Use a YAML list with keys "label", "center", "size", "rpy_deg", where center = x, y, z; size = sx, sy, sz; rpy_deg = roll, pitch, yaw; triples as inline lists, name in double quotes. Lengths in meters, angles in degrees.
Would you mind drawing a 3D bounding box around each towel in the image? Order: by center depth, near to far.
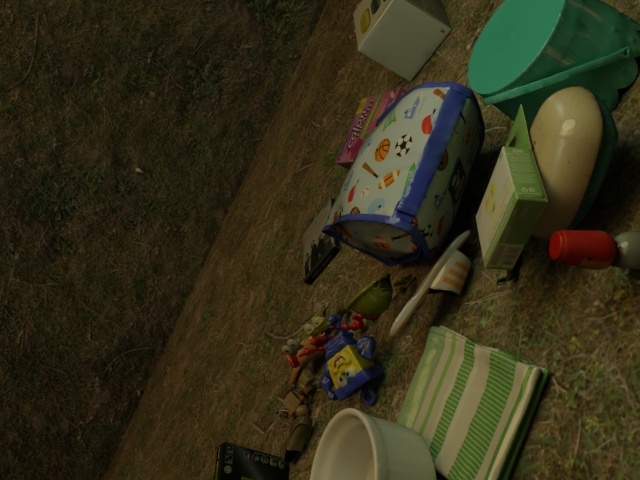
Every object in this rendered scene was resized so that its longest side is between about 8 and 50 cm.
- label: "towel"
  center: [0.247, 0.293, 1.140]
  size: [0.247, 0.038, 0.325]
  rpy_deg: [-68, 21, -4]

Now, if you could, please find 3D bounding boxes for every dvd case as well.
- label: "dvd case"
  center: [0.000, 0.000, 2.037]
  size: [0.179, 0.030, 0.238]
  rpy_deg: [-51, 25, 33]

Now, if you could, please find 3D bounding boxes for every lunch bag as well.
- label: "lunch bag"
  center: [0.189, -0.131, 1.381]
  size: [0.385, 0.239, 0.327]
  rpy_deg: [136, 159, -78]

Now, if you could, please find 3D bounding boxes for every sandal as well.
- label: "sandal"
  center: [0.239, 0.101, 1.301]
  size: [0.265, 0.076, 0.102]
  rpy_deg: [-54, -9, -1]

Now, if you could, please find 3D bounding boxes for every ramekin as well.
- label: "ramekin"
  center: [0.091, 0.453, 1.161]
  size: [0.277, 0.135, 0.277]
  rpy_deg: [-164, 90, -70]

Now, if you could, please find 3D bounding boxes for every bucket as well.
- label: "bucket"
  center: [0.420, -0.336, 1.190]
  size: [0.281, 0.183, 0.281]
  rpy_deg: [-50, 26, 36]

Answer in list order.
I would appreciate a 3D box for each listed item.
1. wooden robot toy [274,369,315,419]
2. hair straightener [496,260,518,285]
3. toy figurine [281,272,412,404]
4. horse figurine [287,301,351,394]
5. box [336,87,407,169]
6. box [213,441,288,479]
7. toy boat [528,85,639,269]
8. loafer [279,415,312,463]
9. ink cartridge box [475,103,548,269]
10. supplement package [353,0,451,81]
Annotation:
- label: "wooden robot toy"
  center: [-0.048, 0.427, 1.686]
  size: [0.079, 0.076, 0.173]
  rpy_deg: [43, 112, 30]
- label: "hair straightener"
  center: [0.341, -0.028, 1.181]
  size: [0.047, 0.089, 0.230]
  rpy_deg: [2, 64, 27]
- label: "toy figurine"
  center: [0.099, 0.258, 1.461]
  size: [0.362, 0.191, 0.217]
  rpy_deg: [-43, 60, 31]
- label: "horse figurine"
  center: [-0.019, 0.274, 1.721]
  size: [0.263, 0.066, 0.174]
  rpy_deg: [-51, 10, 35]
- label: "box"
  center: [0.175, -0.295, 1.815]
  size: [0.213, 0.117, 0.243]
  rpy_deg: [-68, 21, -4]
- label: "box"
  center: [-0.170, 0.607, 1.578]
  size: [0.045, 0.191, 0.184]
  rpy_deg: [-53, 24, 34]
- label: "toy boat"
  center: [0.408, -0.070, 1.007]
  size: [0.318, 0.148, 0.267]
  rpy_deg: [-88, 4, -46]
- label: "loafer"
  center: [-0.057, 0.503, 1.615]
  size: [0.050, 0.056, 0.148]
  rpy_deg: [-108, 36, -59]
- label: "ink cartridge box"
  center: [0.306, -0.093, 1.076]
  size: [0.171, 0.056, 0.235]
  rpy_deg: [97, 175, -49]
- label: "supplement package"
  center: [0.238, -0.660, 1.938]
  size: [0.199, 0.198, 0.262]
  rpy_deg: [-50, 27, 34]
